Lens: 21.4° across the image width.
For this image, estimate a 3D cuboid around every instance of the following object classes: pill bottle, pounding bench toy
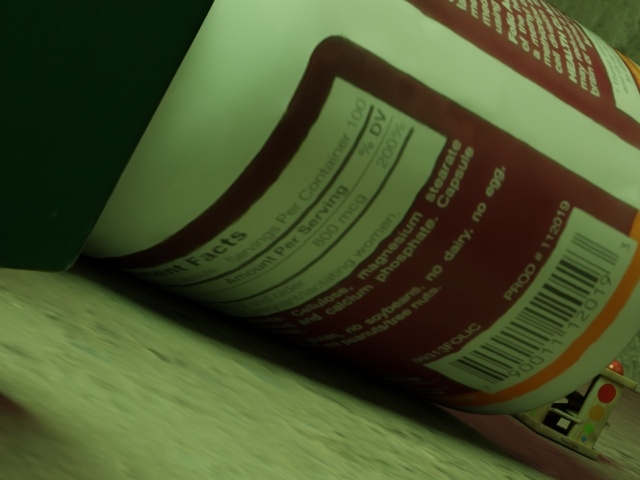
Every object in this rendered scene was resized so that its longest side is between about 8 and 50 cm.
[{"bbox_3d":[-0.016,-0.069,0.834,0.392,0.224,0.224,26,3,-39],"label":"pill bottle"},{"bbox_3d":[0.155,0.094,1.124,0.083,0.065,0.052,26,3,-23],"label":"pounding bench toy"}]

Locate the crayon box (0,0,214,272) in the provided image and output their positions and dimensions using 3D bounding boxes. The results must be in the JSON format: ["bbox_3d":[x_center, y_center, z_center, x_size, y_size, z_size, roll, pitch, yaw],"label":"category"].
[{"bbox_3d":[-0.248,-0.133,0.378,0.363,0.106,0.313,34,10,26],"label":"crayon box"}]
